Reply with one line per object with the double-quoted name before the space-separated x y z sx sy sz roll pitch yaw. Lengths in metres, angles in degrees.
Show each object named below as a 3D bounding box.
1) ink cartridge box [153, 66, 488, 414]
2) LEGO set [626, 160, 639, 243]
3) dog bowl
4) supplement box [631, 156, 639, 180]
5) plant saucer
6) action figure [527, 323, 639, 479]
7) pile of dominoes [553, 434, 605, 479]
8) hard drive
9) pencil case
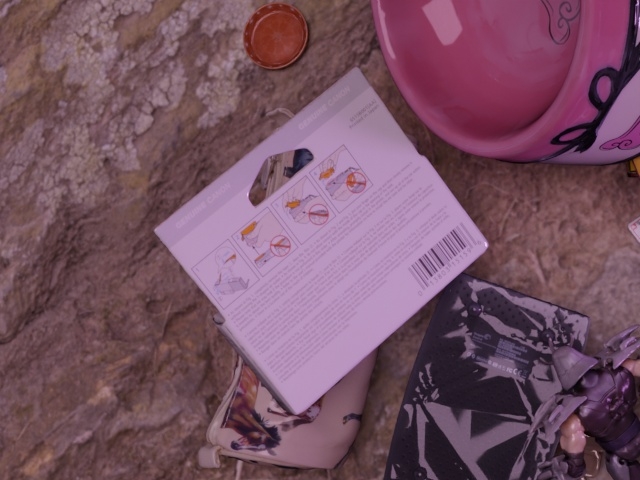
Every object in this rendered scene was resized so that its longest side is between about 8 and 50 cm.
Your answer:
"ink cartridge box" 0.000 0.000 1.230 0.275 0.060 0.239 -40 101 -13
"LEGO set" 0.436 -0.021 1.277 0.182 0.060 0.244 -35 74 6
"dog bowl" 0.200 -0.261 1.200 0.150 0.408 0.408 -16 75 -29
"supplement box" 0.419 -0.094 1.230 0.188 0.081 0.104 -24 80 21
"plant saucer" -0.054 -0.249 1.473 0.083 0.013 0.084 -2 83 16
"action figure" 0.314 0.211 1.219 0.185 0.099 0.285 -40 97 -7
"pile of dominoes" 0.191 0.261 1.338 0.196 0.040 0.251 31 101 17
"hard drive" 0.179 0.176 1.291 0.172 0.054 0.255 19 95 20
"pencil case" -0.016 0.064 1.341 0.183 0.160 0.411 13 87 -16
